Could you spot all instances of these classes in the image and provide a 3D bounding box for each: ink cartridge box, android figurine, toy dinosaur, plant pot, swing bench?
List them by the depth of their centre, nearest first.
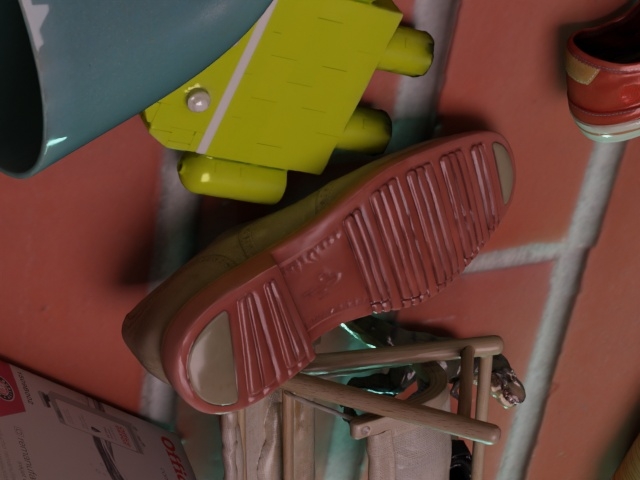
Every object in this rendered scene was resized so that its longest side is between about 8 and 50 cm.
[{"bbox_3d":[-0.153,-0.220,1.155,0.235,0.293,0.293,-27,136,-23],"label":"plant pot"},{"bbox_3d":[-0.041,-0.141,1.430,0.272,0.056,0.248,10,122,-35],"label":"android figurine"},{"bbox_3d":[-0.229,0.233,1.538,0.117,0.207,0.283,-46,134,17],"label":"ink cartridge box"},{"bbox_3d":[0.036,0.225,1.627,0.254,0.165,0.253,4,120,5],"label":"swing bench"},{"bbox_3d":[0.077,0.129,1.718,0.268,0.064,0.118,23,111,-34],"label":"toy dinosaur"}]

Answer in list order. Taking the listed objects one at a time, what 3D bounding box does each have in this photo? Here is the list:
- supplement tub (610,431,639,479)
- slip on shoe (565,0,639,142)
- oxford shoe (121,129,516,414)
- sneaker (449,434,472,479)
[{"bbox_3d":[0.408,0.265,1.938,0.144,0.144,0.200,7,124,-31],"label":"supplement tub"},{"bbox_3d":[0.366,-0.199,1.536,0.331,0.123,0.101,-25,128,4],"label":"slip on shoe"},{"bbox_3d":[0.000,0.000,1.530,0.397,0.146,0.140,-28,120,-27],"label":"oxford shoe"},{"bbox_3d":[0.127,0.283,1.824,0.079,0.121,0.217,-20,133,-10],"label":"sneaker"}]
